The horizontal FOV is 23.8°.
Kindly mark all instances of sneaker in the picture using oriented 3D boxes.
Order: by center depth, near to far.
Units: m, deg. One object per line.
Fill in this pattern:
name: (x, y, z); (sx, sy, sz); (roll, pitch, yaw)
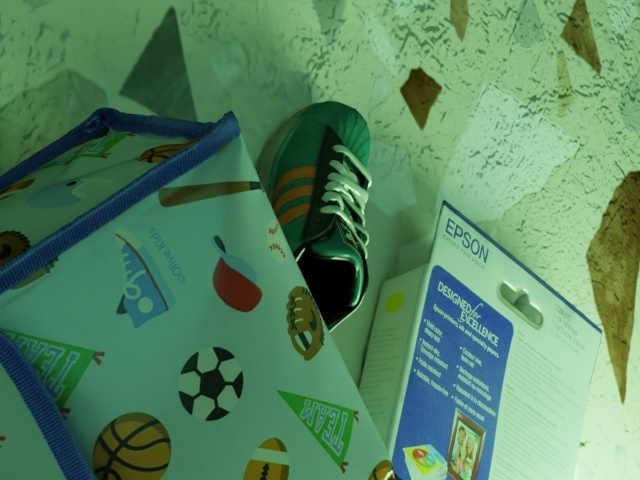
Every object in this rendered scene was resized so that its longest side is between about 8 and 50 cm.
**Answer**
sneaker: (0.000, 0.000, 1.296); (0.108, 0.121, 0.302); (46, 51, -35)

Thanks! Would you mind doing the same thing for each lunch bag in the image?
lunch bag: (-0.172, 0.140, 0.996); (0.385, 0.239, 0.327); (-35, 112, -29)

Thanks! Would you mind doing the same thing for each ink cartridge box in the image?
ink cartridge box: (0.154, 0.166, 1.496); (0.304, 0.072, 0.307); (37, 55, -39)
